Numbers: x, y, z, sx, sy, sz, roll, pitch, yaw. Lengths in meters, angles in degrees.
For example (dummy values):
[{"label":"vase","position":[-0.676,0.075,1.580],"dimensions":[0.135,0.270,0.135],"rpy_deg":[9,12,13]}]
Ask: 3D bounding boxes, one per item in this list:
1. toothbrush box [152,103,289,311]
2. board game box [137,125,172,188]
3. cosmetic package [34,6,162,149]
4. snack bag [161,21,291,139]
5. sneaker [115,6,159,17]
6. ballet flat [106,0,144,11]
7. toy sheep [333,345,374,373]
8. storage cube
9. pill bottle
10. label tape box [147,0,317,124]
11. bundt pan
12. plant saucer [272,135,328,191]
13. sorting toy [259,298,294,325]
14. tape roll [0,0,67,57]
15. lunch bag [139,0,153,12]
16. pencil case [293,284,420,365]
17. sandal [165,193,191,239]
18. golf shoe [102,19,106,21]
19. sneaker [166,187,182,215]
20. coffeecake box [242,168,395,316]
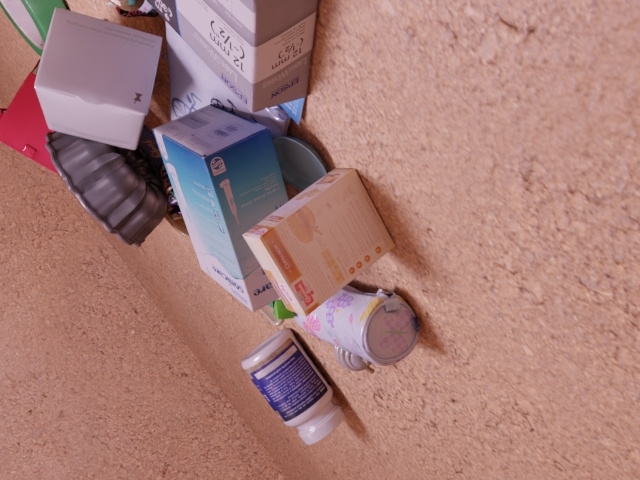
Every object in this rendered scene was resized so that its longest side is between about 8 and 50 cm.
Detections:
[{"label":"toothbrush box","position":[-0.151,-0.059,1.350],"dimensions":[0.216,0.126,0.296],"rpy_deg":[29,140,52]},{"label":"board game box","position":[-0.464,-0.250,1.997],"dimensions":[0.243,0.042,0.165],"rpy_deg":[50,159,10]},{"label":"cosmetic package","position":[-0.422,-0.292,1.518],"dimensions":[0.196,0.155,0.365],"rpy_deg":[14,172,-16]},{"label":"snack bag","position":[-0.172,-0.225,1.417],"dimensions":[0.323,0.037,0.343],"rpy_deg":[46,156,17]},{"label":"sneaker","position":[-0.330,-0.416,1.418],"dimensions":[0.119,0.057,0.047],"rpy_deg":[24,143,51]},{"label":"ballet flat","position":[-0.334,-0.434,1.230],"dimensions":[0.342,0.116,0.124],"rpy_deg":[47,148,48]},{"label":"toy sheep","position":[0.071,0.214,1.535],"dimensions":[0.091,0.091,0.132],"rpy_deg":[61,164,-20]},{"label":"storage cube","position":[-0.687,-0.316,2.000],"dimensions":[0.215,0.193,0.184],"rpy_deg":[33,-167,-22]},{"label":"pill bottle","position":[-0.064,0.365,1.969],"dimensions":[0.265,0.153,0.153],"rpy_deg":[54,160,-2]},{"label":"label tape box","position":[-0.130,-0.311,1.076],"dimensions":[0.249,0.115,0.348],"rpy_deg":[47,157,16]},{"label":"bundt pan","position":[-0.469,-0.153,1.813],"dimensions":[0.331,0.124,0.331],"rpy_deg":[52,-175,-6]},{"label":"plant saucer","position":[-0.031,-0.125,1.266],"dimensions":[0.119,0.021,0.119],"rpy_deg":[30,150,19]},{"label":"sorting toy","position":[-0.119,0.057,1.585],"dimensions":[0.347,0.047,0.196],"rpy_deg":[-151,58,-68]},{"label":"tape roll","position":[-0.717,-0.590,1.926],"dimensions":[0.321,0.077,0.321],"rpy_deg":[45,161,21]},{"label":"lunch bag","position":[-0.298,-0.431,1.331],"dimensions":[0.071,0.053,0.083],"rpy_deg":[-1,113,63]},{"label":"pencil case","position":[0.055,0.135,1.399],"dimensions":[0.273,0.113,0.124],"rpy_deg":[10,119,61]},{"label":"sandal","position":[-0.341,-0.083,1.947],"dimensions":[0.240,0.088,0.079],"rpy_deg":[33,127,14]},{"label":"golf shoe","position":[-0.435,-0.390,1.637],"dimensions":[0.198,0.094,0.077],"rpy_deg":[30,149,43]},{"label":"sneaker","position":[-0.298,-0.117,1.771],"dimensions":[0.083,0.098,0.224],"rpy_deg":[48,159,13]},{"label":"coffeecake box","position":[0.000,0.000,1.192],"dimensions":[0.068,0.185,0.142],"rpy_deg":[10,133,61]}]
